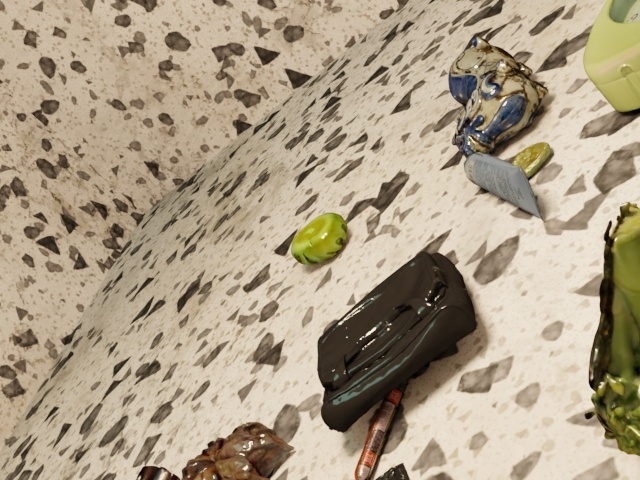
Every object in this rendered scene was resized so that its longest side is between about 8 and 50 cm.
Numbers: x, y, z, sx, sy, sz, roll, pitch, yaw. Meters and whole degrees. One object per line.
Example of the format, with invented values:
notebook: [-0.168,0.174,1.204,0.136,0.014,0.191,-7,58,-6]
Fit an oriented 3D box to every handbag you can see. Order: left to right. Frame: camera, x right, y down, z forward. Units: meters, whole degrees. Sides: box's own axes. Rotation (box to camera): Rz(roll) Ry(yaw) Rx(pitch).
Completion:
handbag: [0.103,0.142,1.208,0.275,0.088,0.244,-39,14,13]

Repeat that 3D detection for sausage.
sausage: [0.087,0.260,1.132,0.028,0.025,0.198,7,49,25]

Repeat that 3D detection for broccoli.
broccoli: [0.346,0.078,0.708,0.180,0.273,0.242,17,61,30]

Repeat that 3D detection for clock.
clock: [0.576,-0.372,1.248,0.286,0.117,0.348,-22,30,48]

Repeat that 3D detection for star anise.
star anise: [-0.163,0.382,1.281,0.236,0.109,0.223,-49,25,-13]

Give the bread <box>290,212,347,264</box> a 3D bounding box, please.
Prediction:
bread: [0.000,0.000,1.726,0.139,0.071,0.130,-36,25,19]

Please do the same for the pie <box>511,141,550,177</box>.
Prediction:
pie: [0.355,-0.135,1.366,0.084,0.021,0.084,-43,19,19]

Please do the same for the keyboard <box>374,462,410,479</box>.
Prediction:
keyboard: [0.092,0.345,0.975,0.074,0.015,0.196,-42,21,8]

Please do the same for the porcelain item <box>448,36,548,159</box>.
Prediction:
porcelain item: [0.322,-0.269,1.556,0.186,0.138,0.288,-56,20,24]

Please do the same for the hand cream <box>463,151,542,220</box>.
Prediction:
hand cream: [0.300,-0.101,1.335,0.058,0.091,0.271,-25,16,-1]

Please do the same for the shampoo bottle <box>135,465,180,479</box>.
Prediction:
shampoo bottle: [-0.345,0.540,1.357,0.129,0.084,0.323,-25,29,50]
